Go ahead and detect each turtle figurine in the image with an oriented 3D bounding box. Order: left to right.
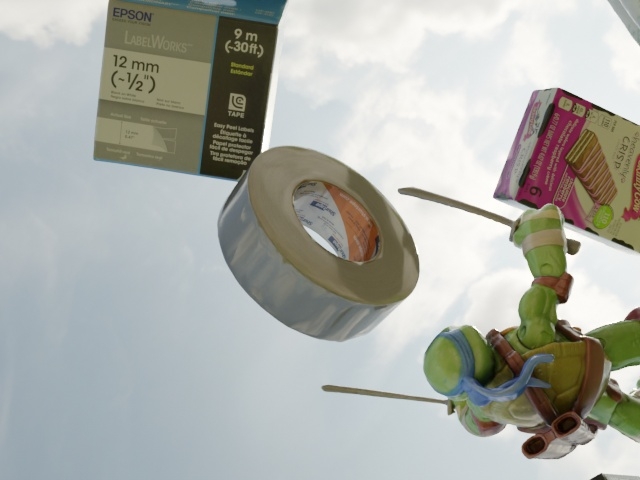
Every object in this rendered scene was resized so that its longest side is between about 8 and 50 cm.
[{"bbox_3d":[0.181,0.073,0.687,0.266,0.275,0.198,12,-94,-21],"label":"turtle figurine"}]

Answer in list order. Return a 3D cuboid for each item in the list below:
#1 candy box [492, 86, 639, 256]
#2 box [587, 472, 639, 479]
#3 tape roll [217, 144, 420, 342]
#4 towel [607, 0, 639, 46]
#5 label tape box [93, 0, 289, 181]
[{"bbox_3d":[0.369,-0.087,1.103,0.233,0.071,0.159,20,-88,-16],"label":"candy box"},{"bbox_3d":[0.350,0.366,1.046,0.180,0.147,0.077,22,-144,-48],"label":"box"},{"bbox_3d":[0.000,0.000,0.894,0.219,0.072,0.219,25,-141,-22],"label":"tape roll"},{"bbox_3d":[0.518,-0.413,1.076,0.320,0.090,0.374,-23,-134,13],"label":"towel"},{"bbox_3d":[-0.187,-0.274,1.218,0.249,0.115,0.347,9,-77,1],"label":"label tape box"}]
